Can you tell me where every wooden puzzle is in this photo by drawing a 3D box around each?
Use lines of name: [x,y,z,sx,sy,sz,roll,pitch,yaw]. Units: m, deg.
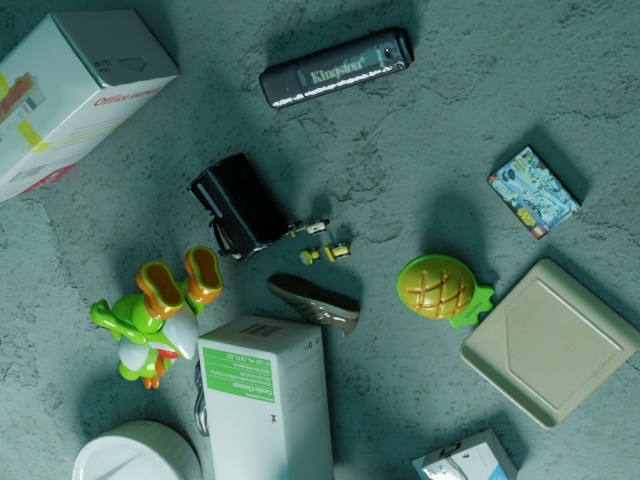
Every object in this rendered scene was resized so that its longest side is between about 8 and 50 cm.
wooden puzzle: [0.397,0.180,1.598,0.221,0.044,0.238,40,110,5]

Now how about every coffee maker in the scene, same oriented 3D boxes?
coffee maker: [-0.137,-0.067,1.671,0.171,0.120,0.178,-32,92,23]

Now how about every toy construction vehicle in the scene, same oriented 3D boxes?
toy construction vehicle: [0.000,0.000,1.690,0.098,0.035,0.085,-20,110,26]

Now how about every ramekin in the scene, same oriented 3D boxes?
ramekin: [-0.375,0.502,1.923,0.273,0.127,0.272,6,109,18]

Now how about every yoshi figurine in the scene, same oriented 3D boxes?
yoshi figurine: [-0.324,0.131,1.739,0.204,0.203,0.362,26,138,-10]

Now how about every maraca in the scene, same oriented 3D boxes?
maraca: [0.220,0.090,1.604,0.186,0.099,0.127,30,119,-20]

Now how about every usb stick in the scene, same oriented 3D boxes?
usb stick: [0.024,-0.296,1.580,0.278,0.045,0.077,-14,100,22]

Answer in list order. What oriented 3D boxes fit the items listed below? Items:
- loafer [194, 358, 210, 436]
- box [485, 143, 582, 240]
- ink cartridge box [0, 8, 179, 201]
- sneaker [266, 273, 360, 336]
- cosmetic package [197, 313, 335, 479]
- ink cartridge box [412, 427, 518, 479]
loafer: [-0.218,0.322,1.849,0.061,0.062,0.170,5,109,13]
box: [0.358,-0.080,1.536,0.094,0.027,0.137,-40,90,24]
ink cartridge box: [-0.483,-0.241,1.653,0.385,0.279,0.160,-34,92,24]
sneaker: [-0.021,0.126,1.715,0.189,0.066,0.071,21,117,14]
cosmetic package: [-0.097,0.342,1.741,0.197,0.155,0.365,4,106,35]
ink cartridge box: [0.263,0.437,1.710,0.180,0.060,0.104,-30,95,25]
